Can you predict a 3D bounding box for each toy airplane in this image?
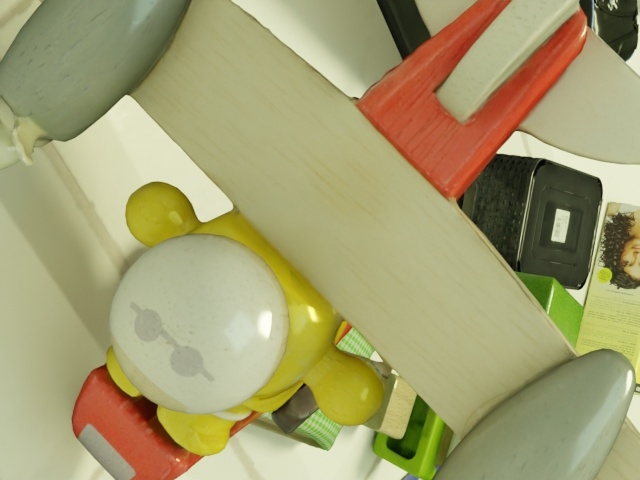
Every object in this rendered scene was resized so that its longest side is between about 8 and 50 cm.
[{"bbox_3d":[0.000,0.000,0.597,0.272,0.386,0.384,-35,126,-59],"label":"toy airplane"}]

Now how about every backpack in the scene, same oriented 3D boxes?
[{"bbox_3d":[0.285,-0.232,1.183,0.114,0.084,0.105,-22,117,-44],"label":"backpack"}]

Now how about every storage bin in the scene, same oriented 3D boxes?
[{"bbox_3d":[0.212,-0.019,1.140,0.180,0.084,0.122,9,92,-55],"label":"storage bin"}]

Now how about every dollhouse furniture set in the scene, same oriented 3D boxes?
[{"bbox_3d":[0.082,0.093,0.915,0.301,0.151,0.197,34,71,-56],"label":"dollhouse furniture set"}]

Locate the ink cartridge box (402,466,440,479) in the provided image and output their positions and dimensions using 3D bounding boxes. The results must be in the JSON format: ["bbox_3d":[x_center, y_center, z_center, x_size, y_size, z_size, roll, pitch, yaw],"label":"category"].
[{"bbox_3d":[0.087,0.353,1.096,0.223,0.045,0.224,-33,124,-45],"label":"ink cartridge box"}]

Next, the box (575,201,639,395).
[{"bbox_3d":[0.385,0.072,1.400,0.058,0.087,0.232,21,80,-56],"label":"box"}]

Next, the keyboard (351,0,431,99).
[{"bbox_3d":[0.086,-0.148,0.919,0.201,0.033,0.317,-60,155,-9],"label":"keyboard"}]
